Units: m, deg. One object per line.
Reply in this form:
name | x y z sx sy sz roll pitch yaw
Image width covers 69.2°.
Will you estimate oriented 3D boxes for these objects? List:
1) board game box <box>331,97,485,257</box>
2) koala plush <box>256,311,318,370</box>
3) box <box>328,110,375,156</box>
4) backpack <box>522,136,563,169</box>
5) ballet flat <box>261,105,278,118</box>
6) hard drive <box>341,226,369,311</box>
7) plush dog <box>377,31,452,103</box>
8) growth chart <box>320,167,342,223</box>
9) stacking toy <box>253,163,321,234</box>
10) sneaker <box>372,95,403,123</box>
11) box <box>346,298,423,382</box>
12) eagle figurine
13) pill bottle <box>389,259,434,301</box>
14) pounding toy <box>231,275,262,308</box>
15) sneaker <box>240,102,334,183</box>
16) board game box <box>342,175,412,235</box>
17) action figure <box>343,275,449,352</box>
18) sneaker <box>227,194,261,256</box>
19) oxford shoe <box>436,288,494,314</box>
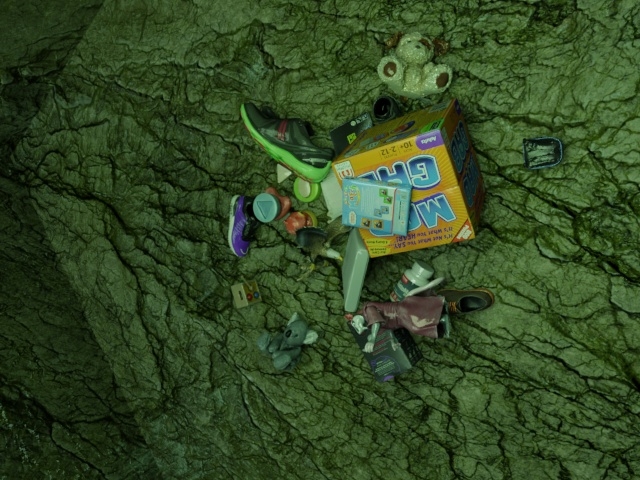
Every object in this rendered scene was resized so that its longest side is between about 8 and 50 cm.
board game box | 0.312 -0.209 1.552 0.356 0.356 0.356 -12 114 31
koala plush | -0.130 0.445 2.076 0.196 0.203 0.221 38 92 34
box | 0.146 -0.391 1.860 0.184 0.045 0.191 -22 83 23
backpack | 0.730 -0.288 1.517 0.114 0.084 0.105 -1 96 35
ballet flat | -0.202 -0.527 2.063 0.057 0.049 0.173 -32 86 24
hard drive | 0.128 0.089 1.767 0.047 0.353 0.233 10 107 -2
plush dog | 0.338 -0.639 1.676 0.262 0.210 0.226 10 87 1
growth chart | 0.079 -0.201 1.944 0.171 0.021 0.237 -12 90 30
stacking toy | -0.151 -0.176 2.018 0.308 0.130 0.280 24 107 26
sneaker | 0.277 -0.412 1.731 0.104 0.147 0.296 -28 83 28
box | 0.255 0.394 1.841 0.165 0.143 0.270 -34 78 27
eagle figurine | 0.010 0.004 1.893 0.225 0.226 0.298 11 128 2
pill bottle | 0.354 0.170 1.778 0.108 0.108 0.180 37 112 22
pounding toy | -0.347 0.234 2.180 0.100 0.130 0.141 -19 86 30
sneaker | -0.139 -0.436 1.966 0.482 0.185 0.202 39 86 11
board game box | 0.171 -0.107 1.429 0.211 0.039 0.160 11 123 19
action figure | 0.262 0.255 1.631 0.369 0.248 0.276 -1 82 15
sneaker | -0.344 -0.064 2.160 0.146 0.102 0.294 4 98 29
oxford shoe | 0.491 0.228 1.709 0.271 0.098 0.097 -15 88 31
